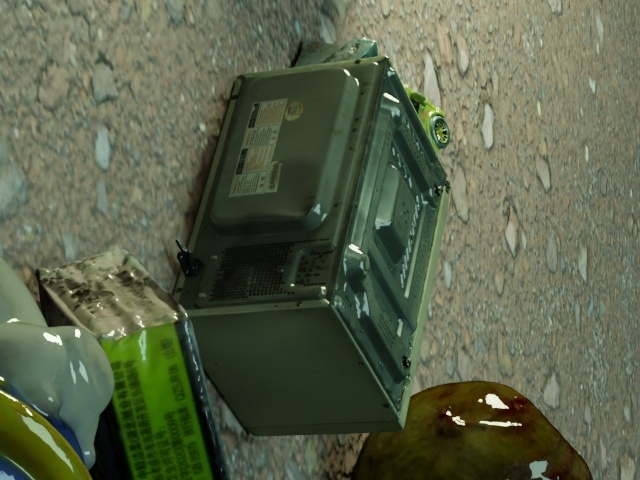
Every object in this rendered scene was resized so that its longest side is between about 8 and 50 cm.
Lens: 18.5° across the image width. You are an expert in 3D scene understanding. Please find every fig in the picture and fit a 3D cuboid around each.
[{"bbox_3d":[0.076,0.266,1.626,0.321,0.217,0.217,-40,127,-29],"label":"fig"}]

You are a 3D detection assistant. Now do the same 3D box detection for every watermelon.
[{"bbox_3d":[0.008,-0.151,1.653,0.061,0.085,0.085,53,18,14],"label":"watermelon"}]

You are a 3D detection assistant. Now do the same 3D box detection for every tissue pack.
[{"bbox_3d":[-0.104,0.137,1.206,0.173,0.073,0.235,-147,-138,-66],"label":"tissue pack"}]

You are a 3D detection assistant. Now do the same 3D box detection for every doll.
[{"bbox_3d":[-0.185,0.073,1.019,0.242,0.160,0.311,-63,141,-51],"label":"doll"}]

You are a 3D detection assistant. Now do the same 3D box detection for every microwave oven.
[{"bbox_3d":[0.000,0.000,1.492,0.194,0.145,0.240,64,31,-46],"label":"microwave oven"}]

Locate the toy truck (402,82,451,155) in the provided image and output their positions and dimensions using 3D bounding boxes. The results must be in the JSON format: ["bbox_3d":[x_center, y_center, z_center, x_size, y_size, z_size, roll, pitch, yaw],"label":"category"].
[{"bbox_3d":[0.050,-0.059,1.708,0.100,0.077,0.169,40,52,-41],"label":"toy truck"}]
